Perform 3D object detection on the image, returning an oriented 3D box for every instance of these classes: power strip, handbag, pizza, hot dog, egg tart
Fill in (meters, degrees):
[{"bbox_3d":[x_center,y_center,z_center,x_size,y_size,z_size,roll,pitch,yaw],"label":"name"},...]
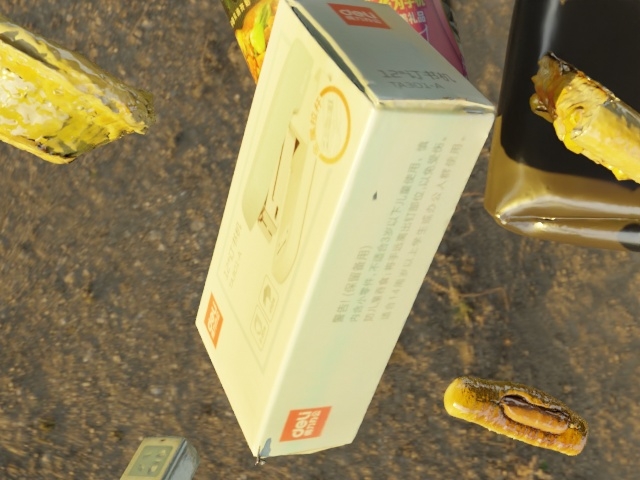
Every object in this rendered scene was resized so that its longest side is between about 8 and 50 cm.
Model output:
[{"bbox_3d":[-0.228,0.343,1.067,0.052,0.078,0.272,62,36,-32],"label":"power strip"},{"bbox_3d":[0.293,-0.130,0.826,0.113,0.256,0.286,-5,106,-65],"label":"handbag"},{"bbox_3d":[0.171,-0.067,0.533,0.131,0.041,0.178,44,19,21],"label":"pizza"},{"bbox_3d":[0.158,0.134,0.694,0.137,0.028,0.044,23,78,-20],"label":"hot dog"},{"bbox_3d":[-0.367,-0.185,1.097,0.341,0.341,0.132,25,85,-20],"label":"egg tart"}]

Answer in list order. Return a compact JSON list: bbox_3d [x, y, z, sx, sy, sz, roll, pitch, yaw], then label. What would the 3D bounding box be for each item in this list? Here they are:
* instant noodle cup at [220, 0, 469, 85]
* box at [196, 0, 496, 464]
[{"bbox_3d":[0.026,-0.189,0.778,0.243,0.244,0.255,-14,84,-28],"label":"instant noodle cup"},{"bbox_3d":[0.000,0.000,0.545,0.079,0.269,0.135,-2,39,-28],"label":"box"}]
